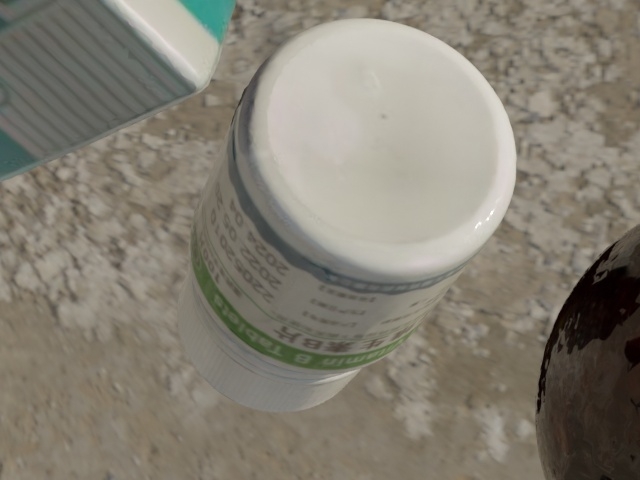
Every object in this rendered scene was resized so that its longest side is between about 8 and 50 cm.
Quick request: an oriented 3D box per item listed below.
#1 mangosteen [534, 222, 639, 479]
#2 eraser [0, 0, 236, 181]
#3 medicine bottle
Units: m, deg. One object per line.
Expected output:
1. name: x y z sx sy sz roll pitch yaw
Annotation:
1. mangosteen: 0.139 0.073 0.493 0.172 0.172 0.184 30 101 -15
2. eraser: -0.126 -0.108 0.389 0.225 0.096 0.052 45 44 -31
3. medicine bottle: 0.000 0.000 0.835 0.139 0.237 0.139 7 63 -14
